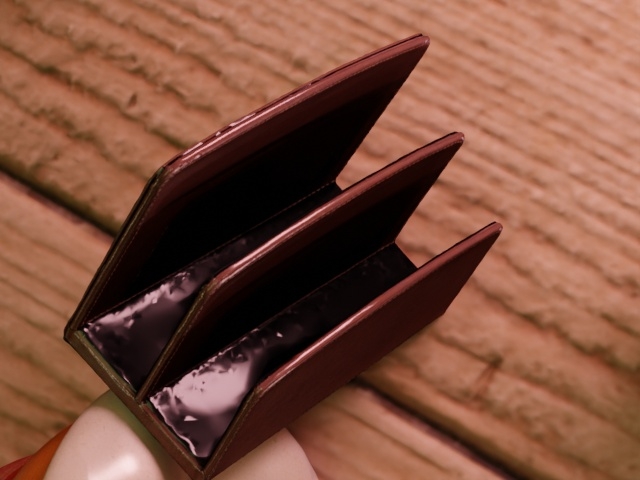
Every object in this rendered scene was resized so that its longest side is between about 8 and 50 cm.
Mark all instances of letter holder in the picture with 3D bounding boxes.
[{"bbox_3d":[0.000,0.000,1.201,0.152,0.302,0.214,46,135,13],"label":"letter holder"}]

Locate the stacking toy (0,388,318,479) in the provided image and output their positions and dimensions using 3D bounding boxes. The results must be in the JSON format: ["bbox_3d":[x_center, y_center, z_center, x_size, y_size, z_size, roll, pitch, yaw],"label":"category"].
[{"bbox_3d":[-0.249,0.303,1.339,0.480,0.351,0.350,-12,84,33],"label":"stacking toy"}]
